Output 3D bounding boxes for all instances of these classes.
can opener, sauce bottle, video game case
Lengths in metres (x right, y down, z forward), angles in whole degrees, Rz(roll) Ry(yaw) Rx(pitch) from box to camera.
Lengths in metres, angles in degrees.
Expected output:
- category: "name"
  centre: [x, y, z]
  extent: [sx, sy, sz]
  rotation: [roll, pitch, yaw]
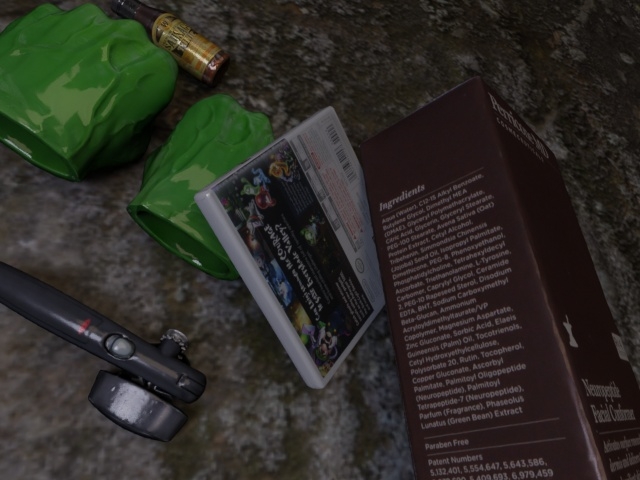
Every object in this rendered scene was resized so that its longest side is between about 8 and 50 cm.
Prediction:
- category: "can opener"
  centre: [-0.166, 0.070, 0.359]
  extent: [0.186, 0.059, 0.073]
  rotation: [36, 56, -5]
- category: "sauce bottle"
  centre: [-0.158, -0.213, 0.519]
  extent: [0.128, 0.042, 0.042]
  rotation: [32, 56, -6]
- category: "video game case"
  centre: [0.000, 0.000, 0.438]
  extent: [0.173, 0.022, 0.190]
  rotation: [-45, 116, -41]

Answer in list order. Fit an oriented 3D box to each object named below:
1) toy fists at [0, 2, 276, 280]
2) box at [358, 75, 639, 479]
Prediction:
- category: "toy fists"
  centre: [-0.145, -0.089, 0.432]
  extent: [0.279, 0.096, 0.142]
  rotation: [34, 64, -8]
- category: "box"
  centre: [0.165, 0.075, 0.432]
  extent: [0.191, 0.143, 0.380]
  rotation: [18, 54, -45]
